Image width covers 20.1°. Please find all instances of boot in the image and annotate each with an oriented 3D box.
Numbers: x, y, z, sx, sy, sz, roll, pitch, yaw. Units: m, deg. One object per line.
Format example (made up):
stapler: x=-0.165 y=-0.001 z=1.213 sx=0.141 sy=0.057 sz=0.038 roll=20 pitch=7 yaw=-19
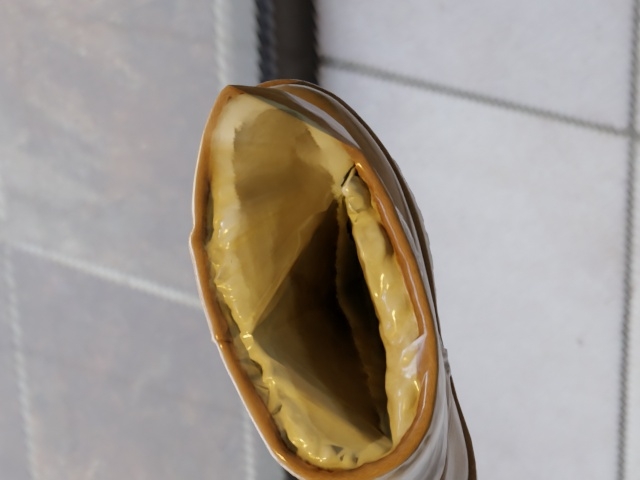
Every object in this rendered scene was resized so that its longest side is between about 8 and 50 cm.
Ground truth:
boot: x=0.000 y=0.000 z=0.679 sx=0.269 sy=0.089 sz=0.236 roll=62 pitch=-177 yaw=-71
